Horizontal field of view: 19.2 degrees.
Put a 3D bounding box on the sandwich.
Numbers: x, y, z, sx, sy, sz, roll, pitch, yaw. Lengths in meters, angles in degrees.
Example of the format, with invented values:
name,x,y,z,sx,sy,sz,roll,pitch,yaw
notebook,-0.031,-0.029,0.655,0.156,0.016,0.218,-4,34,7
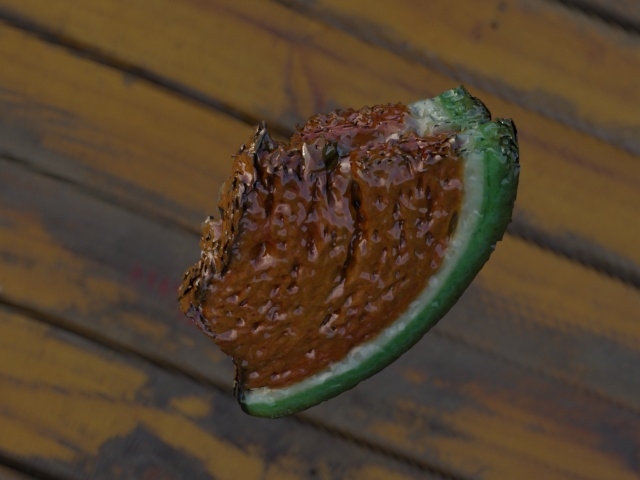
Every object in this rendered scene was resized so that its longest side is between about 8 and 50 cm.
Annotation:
name,x,y,z,sx,sy,sz,roll,pitch,yaw
sandwich,0.005,0.003,1.083,0.159,0.235,0.079,11,39,-18
